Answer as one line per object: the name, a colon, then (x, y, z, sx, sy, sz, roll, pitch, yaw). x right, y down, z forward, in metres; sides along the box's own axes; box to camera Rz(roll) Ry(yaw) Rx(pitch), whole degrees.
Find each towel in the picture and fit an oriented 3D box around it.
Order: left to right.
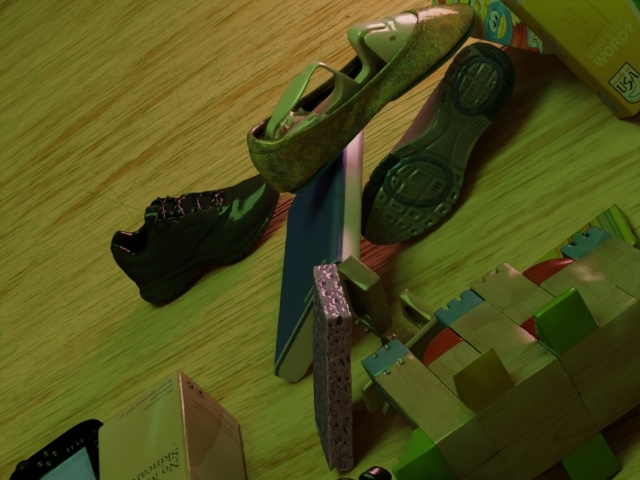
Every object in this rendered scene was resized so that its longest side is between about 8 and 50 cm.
towel: (0.255, 0.054, 1.895, 0.237, 0.021, 0.102, -38, 24, 15)

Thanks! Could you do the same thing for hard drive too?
hard drive: (0.000, 0.000, 2.178, 0.319, 0.040, 0.210, -87, 19, -50)

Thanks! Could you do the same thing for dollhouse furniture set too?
dollhouse furniture set: (0.052, 0.120, 1.930, 0.123, 0.144, 0.151, -43, 61, -16)

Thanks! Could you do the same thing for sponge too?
sponge: (0.013, 0.146, 1.926, 0.031, 0.210, 0.117, -5, 29, -7)

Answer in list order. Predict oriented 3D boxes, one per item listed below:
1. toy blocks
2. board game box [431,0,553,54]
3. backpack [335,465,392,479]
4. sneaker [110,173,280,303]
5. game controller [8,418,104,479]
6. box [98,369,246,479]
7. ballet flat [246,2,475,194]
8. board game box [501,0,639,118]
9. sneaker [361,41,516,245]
toy blocks: (0.213, 0.114, 1.725, 0.381, 0.191, 0.261, -34, 21, -5)
board game box: (0.272, -0.332, 2.180, 0.144, 0.142, 0.275, -7, 16, -26)
backpack: (0.058, 0.371, 1.511, 0.213, 0.276, 0.263, -17, 46, 49)
sneaker: (-0.184, -0.021, 2.448, 0.286, 0.130, 0.109, -34, 29, 17)
game controller: (-0.330, 0.354, 2.223, 0.166, 0.067, 0.319, -43, 29, 5)
box: (-0.174, 0.316, 2.009, 0.148, 0.121, 0.311, -37, 29, 13)
ballet flat: (0.046, -0.206, 2.136, 0.348, 0.123, 0.123, -43, 29, -1)
board game box: (0.331, -0.339, 1.989, 0.242, 0.316, 0.064, -48, 6, -3)
sneaker: (0.151, -0.117, 2.184, 0.297, 0.111, 0.129, -54, 3, -3)
